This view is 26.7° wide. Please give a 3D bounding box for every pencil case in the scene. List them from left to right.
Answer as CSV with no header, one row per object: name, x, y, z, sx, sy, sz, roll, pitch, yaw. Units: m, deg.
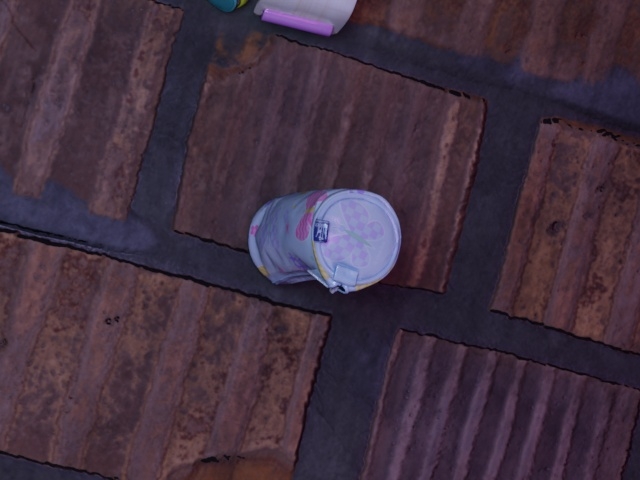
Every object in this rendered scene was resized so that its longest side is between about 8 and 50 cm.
pencil case,0.000,0.000,1.667,0.113,0.273,0.124,5,90,-21

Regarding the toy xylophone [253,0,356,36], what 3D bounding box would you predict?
toy xylophone,-0.020,-0.431,1.692,0.236,0.081,0.322,21,87,-14

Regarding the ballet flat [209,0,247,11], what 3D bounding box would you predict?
ballet flat,-0.178,-0.385,1.717,0.231,0.077,0.077,37,62,-15
